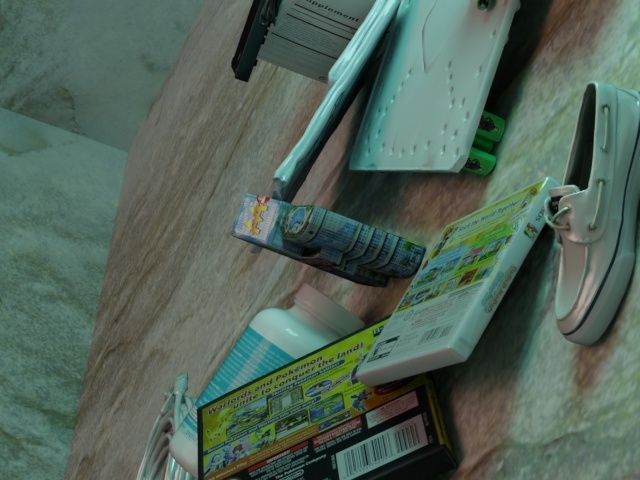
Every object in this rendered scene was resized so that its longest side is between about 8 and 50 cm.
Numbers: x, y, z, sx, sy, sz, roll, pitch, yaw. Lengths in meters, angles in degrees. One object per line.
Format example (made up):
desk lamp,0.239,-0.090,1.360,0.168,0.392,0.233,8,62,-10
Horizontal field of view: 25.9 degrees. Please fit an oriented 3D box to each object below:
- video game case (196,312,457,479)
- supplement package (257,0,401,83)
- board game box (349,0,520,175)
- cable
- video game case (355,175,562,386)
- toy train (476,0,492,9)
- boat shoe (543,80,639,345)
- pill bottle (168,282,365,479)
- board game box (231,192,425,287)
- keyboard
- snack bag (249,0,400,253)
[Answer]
video game case,-0.004,0.205,1.462,0.275,0.035,0.248,-27,30,10
supplement package,0.033,-0.377,2.022,0.293,0.175,0.177,140,146,-60
board game box,0.170,-0.262,1.677,0.390,0.050,0.390,-170,98,-73
cable,-0.193,0.343,1.896,0.257,0.089,0.257,-108,39,-64
video game case,0.135,0.046,1.383,0.206,0.026,0.227,-57,10,-22
toy train,0.185,-0.292,1.544,0.023,0.017,0.083,123,161,-67
boat shoe,0.225,-0.027,1.187,0.083,0.076,0.226,160,128,-70
pill bottle,-0.056,0.184,1.679,0.264,0.146,0.146,-56,16,-2
board game box,0.000,0.000,1.673,0.194,0.194,0.060,-178,107,-73
keyboard,-0.058,-0.375,1.955,0.201,0.033,0.317,-115,43,-74
snack bag,-0.002,-0.158,1.882,0.342,0.037,0.323,-60,-1,-20
